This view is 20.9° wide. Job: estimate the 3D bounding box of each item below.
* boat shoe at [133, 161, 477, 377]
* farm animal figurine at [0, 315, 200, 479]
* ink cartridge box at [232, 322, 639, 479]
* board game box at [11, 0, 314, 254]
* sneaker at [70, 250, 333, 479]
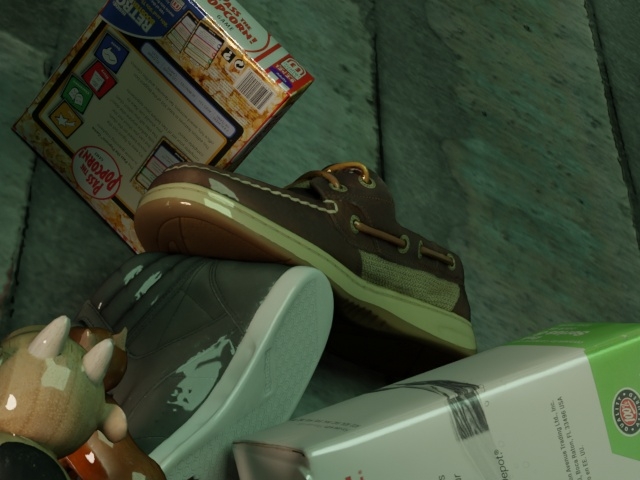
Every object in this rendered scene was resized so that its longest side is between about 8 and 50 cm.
[{"bbox_3d":[0.000,0.000,1.293,0.342,0.123,0.123,26,61,-41],"label":"boat shoe"},{"bbox_3d":[-0.184,0.115,0.849,0.330,0.172,0.326,16,37,-34],"label":"farm animal figurine"},{"bbox_3d":[0.101,0.183,1.112,0.273,0.115,0.198,-16,96,-27],"label":"ink cartridge box"},{"bbox_3d":[-0.119,-0.100,1.268,0.147,0.193,0.045,46,33,2],"label":"board game box"},{"bbox_3d":[-0.120,0.124,1.129,0.295,0.147,0.104,-57,145,-30],"label":"sneaker"}]
